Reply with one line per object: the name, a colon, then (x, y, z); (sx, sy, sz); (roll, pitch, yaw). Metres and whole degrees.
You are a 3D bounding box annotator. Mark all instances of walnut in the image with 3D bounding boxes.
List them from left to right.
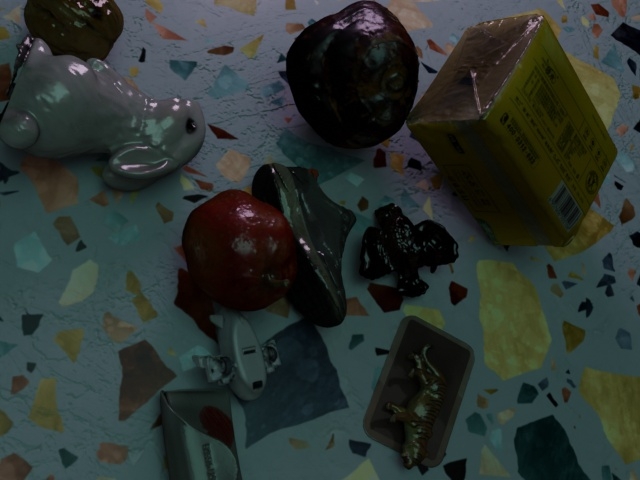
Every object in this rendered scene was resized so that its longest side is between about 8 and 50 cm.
walnut: (-0.463, -0.414, 1.454); (0.184, 0.155, 0.155); (35, 62, -8)

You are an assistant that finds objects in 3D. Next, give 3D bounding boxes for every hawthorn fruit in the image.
hawthorn fruit: (-0.130, 0.027, 1.350); (0.205, 0.253, 0.205); (-12, 118, -24)

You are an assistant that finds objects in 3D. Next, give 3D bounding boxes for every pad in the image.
pad: (0.196, 0.287, 1.514); (0.176, 0.002, 0.266); (29, 63, -9)

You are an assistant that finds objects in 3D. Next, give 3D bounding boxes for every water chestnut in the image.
water chestnut: (0.067, -0.325, 1.554); (0.289, 0.289, 0.244); (39, 32, -3)

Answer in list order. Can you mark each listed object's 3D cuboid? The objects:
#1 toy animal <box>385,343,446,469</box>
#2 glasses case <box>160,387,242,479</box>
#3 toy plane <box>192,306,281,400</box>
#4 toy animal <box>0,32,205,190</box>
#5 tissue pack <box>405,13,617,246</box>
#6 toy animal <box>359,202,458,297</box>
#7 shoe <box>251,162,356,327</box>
toy animal: (0.184, 0.307, 1.473); (0.099, 0.057, 0.241); (34, 60, -13)
glasses case: (-0.182, 0.385, 1.285); (0.129, 0.083, 0.307); (-7, 73, -23)
toy plane: (-0.145, 0.198, 1.376); (0.174, 0.080, 0.173); (20, 56, -32)
toy animal: (-0.383, -0.205, 1.391); (0.358, 0.194, 0.257); (20, 54, -22)
tissue pack: (0.391, -0.208, 1.566); (0.382, 0.228, 0.293); (47, 67, -34)
toy animal: (0.159, 0.014, 1.568); (0.219, 0.116, 0.179); (-12, 46, -19)
shoe: (0.000, 0.000, 1.492); (0.171, 0.132, 0.336); (-12, 72, -34)
